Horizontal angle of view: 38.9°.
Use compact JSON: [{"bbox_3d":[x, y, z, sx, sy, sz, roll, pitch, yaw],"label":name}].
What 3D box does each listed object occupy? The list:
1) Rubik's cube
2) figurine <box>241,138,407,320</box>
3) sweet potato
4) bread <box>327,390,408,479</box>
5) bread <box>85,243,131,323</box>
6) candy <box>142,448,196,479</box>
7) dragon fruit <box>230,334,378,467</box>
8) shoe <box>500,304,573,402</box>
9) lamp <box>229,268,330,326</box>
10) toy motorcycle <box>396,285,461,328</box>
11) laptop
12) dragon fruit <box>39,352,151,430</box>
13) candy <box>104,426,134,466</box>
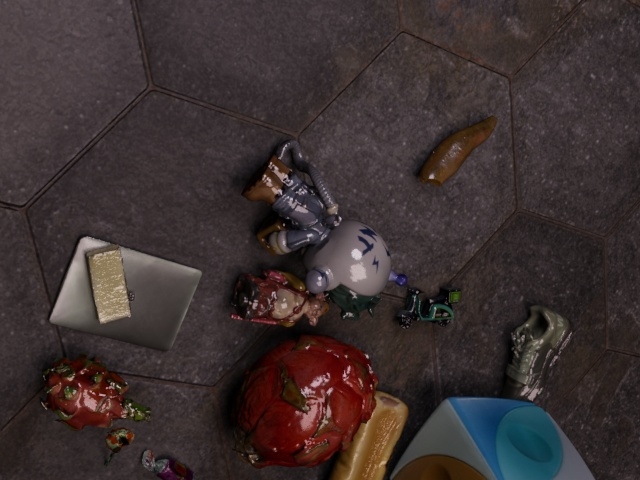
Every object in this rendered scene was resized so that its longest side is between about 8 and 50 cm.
[{"bbox_3d":[0.413,0.608,2.173,0.351,0.347,0.352,9,120,-29],"label":"Rubik's cube"},{"bbox_3d":[-0.002,0.003,1.866,0.382,0.186,0.261,42,45,-14],"label":"figurine"},{"bbox_3d":[0.310,-0.207,2.068,0.243,0.077,0.077,-45,122,-20],"label":"sweet potato"},{"bbox_3d":[0.102,0.506,2.162,0.141,0.091,0.305,18,96,-26],"label":"bread"},{"bbox_3d":[-0.410,0.086,1.757,0.068,0.028,0.154,-16,114,-23],"label":"bread"},{"bbox_3d":[-0.314,0.503,1.958,0.043,0.045,0.175,-32,127,22],"label":"candy"},{"bbox_3d":[-0.035,0.341,1.932,0.342,0.277,0.278,-23,116,-27],"label":"dragon fruit"},{"bbox_3d":[0.521,0.294,2.328,0.149,0.109,0.293,36,84,-28],"label":"shoe"},{"bbox_3d":[-0.065,0.130,1.937,0.253,0.118,0.118,11,100,-30],"label":"lamp"},{"bbox_3d":[0.253,0.157,2.159,0.173,0.058,0.100,-1,99,-31],"label":"toy motorcycle"},{"bbox_3d":[-0.385,0.110,1.806,0.269,0.015,0.188,19,96,-33],"label":"laptop"},{"bbox_3d":[-0.436,0.306,1.770,0.235,0.137,0.135,23,96,-35],"label":"dragon fruit"},{"bbox_3d":[-0.415,0.421,1.821,0.055,0.049,0.185,1,149,-24],"label":"candy"}]
